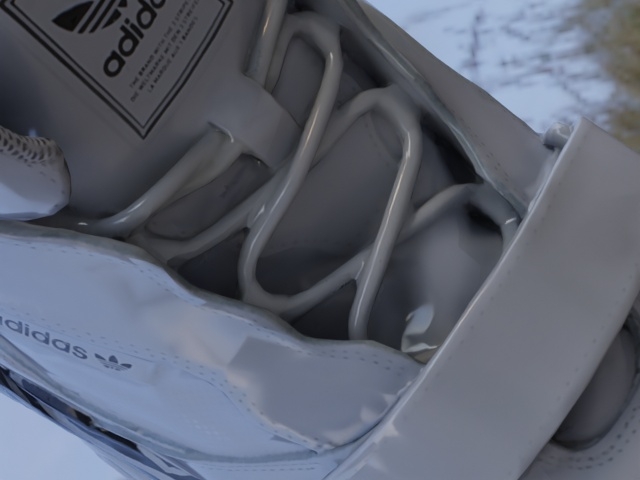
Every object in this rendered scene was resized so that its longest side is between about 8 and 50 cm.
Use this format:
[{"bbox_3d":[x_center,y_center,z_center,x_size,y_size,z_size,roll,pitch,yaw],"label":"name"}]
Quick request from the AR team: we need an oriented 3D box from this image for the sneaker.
[{"bbox_3d":[0.000,0.000,0.414,0.137,0.366,0.210,-58,-22,-17],"label":"sneaker"}]
